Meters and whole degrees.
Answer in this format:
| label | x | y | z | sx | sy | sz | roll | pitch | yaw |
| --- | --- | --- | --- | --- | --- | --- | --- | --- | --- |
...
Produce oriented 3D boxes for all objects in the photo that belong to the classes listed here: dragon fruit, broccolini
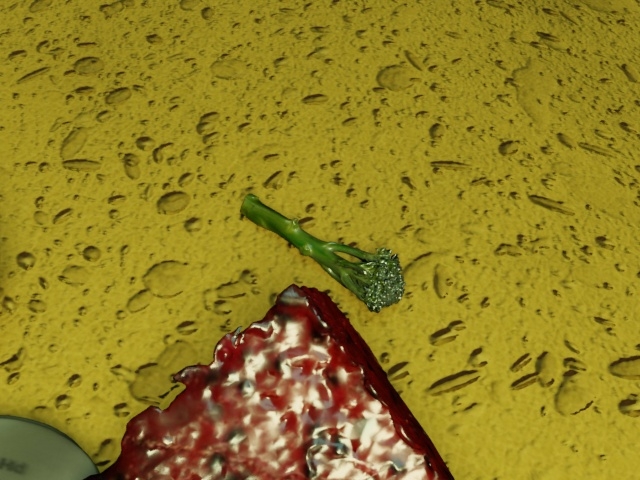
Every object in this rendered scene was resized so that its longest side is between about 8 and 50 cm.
| label | x | y | z | sx | sy | sz | roll | pitch | yaw |
| --- | --- | --- | --- | --- | --- | --- | --- | --- | --- |
| dragon fruit | 0.002 | 0.243 | 0.727 | 0.286 | 0.228 | 0.329 | -44 | 79 | -4 |
| broccolini | -0.001 | 0.000 | 0.977 | 0.216 | 0.058 | 0.067 | 36 | 55 | 22 |

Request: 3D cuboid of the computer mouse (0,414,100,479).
| label | x | y | z | sx | sy | sz | roll | pitch | yaw |
| --- | --- | --- | --- | --- | --- | --- | --- | --- | --- |
| computer mouse | -0.267 | 0.275 | 0.663 | 0.197 | 0.095 | 0.331 | 1 | 48 | -3 |
